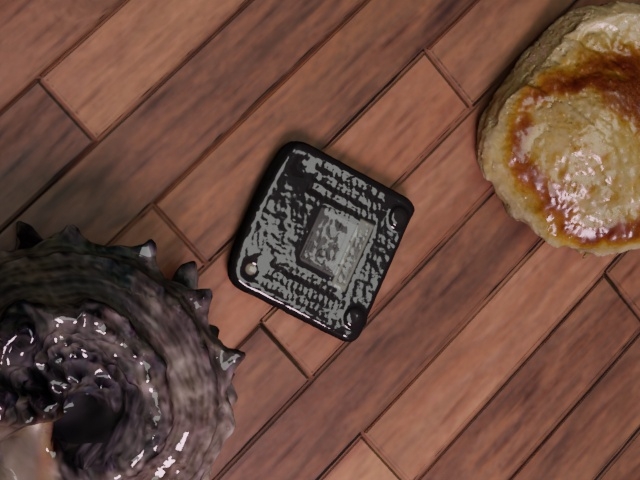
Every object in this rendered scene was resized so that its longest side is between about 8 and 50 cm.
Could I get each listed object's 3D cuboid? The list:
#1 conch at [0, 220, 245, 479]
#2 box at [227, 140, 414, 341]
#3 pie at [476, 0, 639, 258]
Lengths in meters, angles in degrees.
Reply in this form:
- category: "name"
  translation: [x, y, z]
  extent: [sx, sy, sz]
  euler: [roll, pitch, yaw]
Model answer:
- category: "conch"
  translation: [-0.189, 0.121, 0.925]
  extent: [0.313, 0.186, 0.241]
  euler: [-28, 108, -38]
- category: "box"
  translation: [0.000, 0.000, 1.057]
  extent: [0.125, 0.027, 0.126]
  euler: [27, 81, -19]
- category: "pie"
  translation: [0.232, -0.088, 1.114]
  extent: [0.179, 0.084, 0.205]
  euler: [44, 80, -17]
